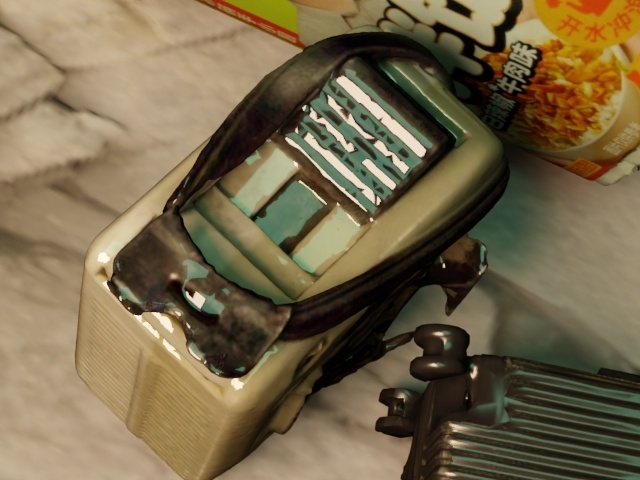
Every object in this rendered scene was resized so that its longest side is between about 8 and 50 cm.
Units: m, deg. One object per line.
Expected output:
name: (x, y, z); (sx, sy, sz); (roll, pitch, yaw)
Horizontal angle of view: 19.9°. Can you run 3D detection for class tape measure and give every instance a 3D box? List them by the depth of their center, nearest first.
tape measure: (0.000, 0.000, 0.873); (0.133, 0.271, 0.231); (43, 73, 8)

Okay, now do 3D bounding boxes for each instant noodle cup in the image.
instant noodle cup: (0.080, -0.193, 0.971); (0.308, 0.294, 0.294); (29, 70, -3)

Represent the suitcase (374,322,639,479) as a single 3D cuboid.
suitcase: (0.182, 0.195, 0.890); (0.335, 0.152, 0.229); (11, 71, -3)
